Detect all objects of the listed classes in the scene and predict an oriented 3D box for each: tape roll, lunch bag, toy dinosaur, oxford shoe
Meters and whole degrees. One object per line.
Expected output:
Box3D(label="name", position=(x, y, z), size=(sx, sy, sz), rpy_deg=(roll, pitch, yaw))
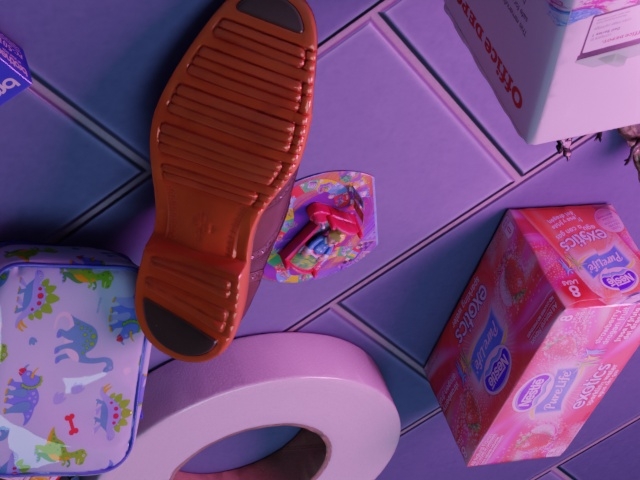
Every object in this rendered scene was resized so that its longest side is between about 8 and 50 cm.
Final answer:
Box3D(label="tape roll", position=(-0.096, 0.256, 1.577), size=(0.392, 0.072, 0.392), rpy_deg=(-14, 143, -11))
Box3D(label="lunch bag", position=(-0.249, 0.114, 1.240), size=(0.176, 0.090, 0.219), rpy_deg=(2, 104, -29))
Box3D(label="toy dinosaur", position=(0.292, -0.137, 1.309), size=(0.118, 0.064, 0.268), rpy_deg=(-27, 141, -5))
Box3D(label="oxford shoe", position=(-0.078, -0.070, 1.173), size=(0.130, 0.132, 0.363), rpy_deg=(24, 120, 6))

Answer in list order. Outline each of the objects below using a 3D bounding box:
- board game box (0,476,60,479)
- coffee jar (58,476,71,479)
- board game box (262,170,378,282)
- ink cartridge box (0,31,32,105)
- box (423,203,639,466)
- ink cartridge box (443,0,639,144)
Box3D(label="board game box", position=(-0.298, 0.183, 1.344), size=(0.193, 0.045, 0.147), rpy_deg=(-50, 142, -5))
Box3D(label="coffee jar", position=(-0.355, 0.320, 1.434), size=(0.184, 0.079, 0.096), rpy_deg=(-50, 168, -52))
Box3D(label="board game box", position=(0.000, 0.000, 1.344), size=(0.133, 0.033, 0.168), rpy_deg=(-17, 142, -8))
Box3D(label="ink cartridge box", position=(-0.339, -0.106, 1.027), size=(0.207, 0.046, 0.097), rpy_deg=(-32, 143, 12))
Box3D(label="box", position=(0.251, 0.114, 1.514), size=(0.142, 0.154, 0.300), rpy_deg=(-4, 140, -24))
Box3D(label="ink cartridge box", position=(0.195, -0.243, 1.005), size=(0.117, 0.201, 0.278), rpy_deg=(-11, 142, -15))
